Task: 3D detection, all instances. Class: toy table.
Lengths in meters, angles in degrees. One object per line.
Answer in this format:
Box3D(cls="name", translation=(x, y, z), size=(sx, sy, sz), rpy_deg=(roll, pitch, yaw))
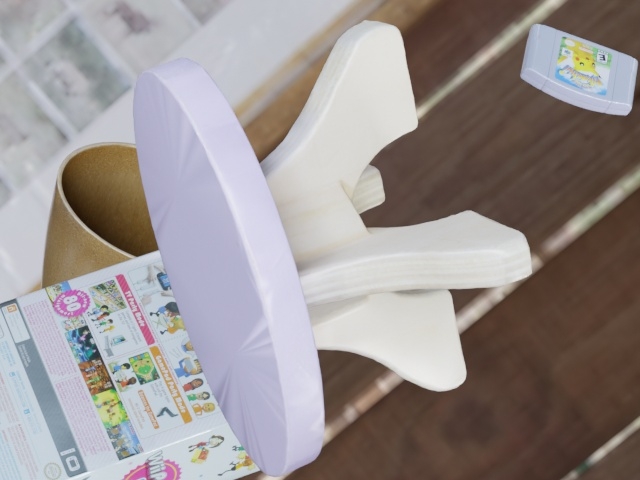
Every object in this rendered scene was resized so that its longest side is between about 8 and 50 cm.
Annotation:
Box3D(cls="toy table", translation=(0.000, 0.000, 1.040), size=(0.252, 0.161, 0.274), rpy_deg=(41, -34, 50))

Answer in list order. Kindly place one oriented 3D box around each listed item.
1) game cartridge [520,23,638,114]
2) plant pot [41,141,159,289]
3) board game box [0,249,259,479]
Box3D(cls="game cartridge", translation=(0.186, -0.121, 1.176), size=(0.083, 0.056, 0.017), rpy_deg=(19, -34, -5))
Box3D(cls="plant pot", translation=(-0.247, 0.051, 2.020), size=(0.237, 0.254, 0.237), rpy_deg=(19, 32, -13))
Box3D(cls="board game box", translation=(-0.208, 0.143, 1.481), size=(0.097, 0.303, 0.224), rpy_deg=(87, -21, -47))
